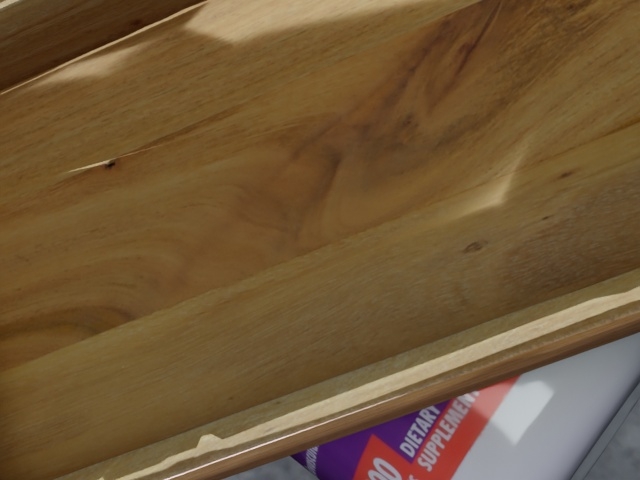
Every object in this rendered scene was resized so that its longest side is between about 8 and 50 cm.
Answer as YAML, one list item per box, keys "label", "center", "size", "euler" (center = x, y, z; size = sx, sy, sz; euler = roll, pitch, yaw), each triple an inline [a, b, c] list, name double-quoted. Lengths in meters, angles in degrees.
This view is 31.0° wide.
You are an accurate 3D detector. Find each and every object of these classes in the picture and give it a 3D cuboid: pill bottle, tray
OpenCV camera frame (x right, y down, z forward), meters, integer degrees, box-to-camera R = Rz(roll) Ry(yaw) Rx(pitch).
- label: "pill bottle"
  center: [0.000, 0.000, 0.556]
  size: [0.323, 0.181, 0.181]
  euler: [35, 100, 20]
- label: "tray"
  center: [0.016, -0.040, 0.425]
  size: [0.410, 0.076, 0.203]
  euler: [-21, 74, 11]
